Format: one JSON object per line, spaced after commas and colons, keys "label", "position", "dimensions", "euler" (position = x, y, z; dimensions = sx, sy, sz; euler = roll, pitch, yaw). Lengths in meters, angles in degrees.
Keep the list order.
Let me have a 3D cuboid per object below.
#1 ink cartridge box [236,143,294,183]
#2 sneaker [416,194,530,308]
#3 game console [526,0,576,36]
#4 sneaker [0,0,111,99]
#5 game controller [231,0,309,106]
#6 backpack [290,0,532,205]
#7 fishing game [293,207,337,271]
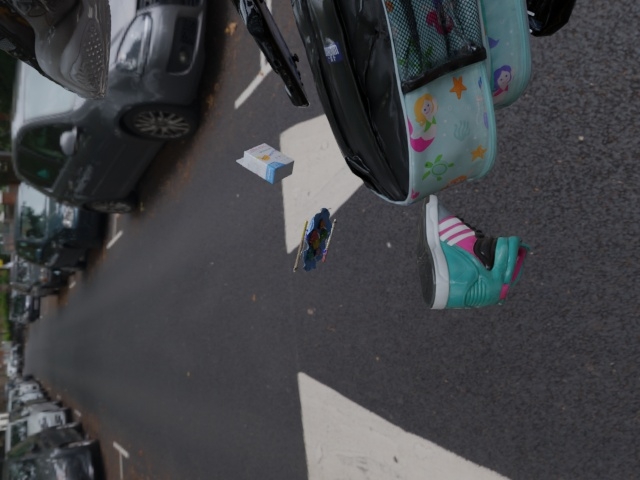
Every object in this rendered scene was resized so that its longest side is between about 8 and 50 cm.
{"label": "ink cartridge box", "position": [-0.195, -0.278, 1.672], "dimensions": [0.181, 0.104, 0.061], "euler": [32, 132, 23]}
{"label": "sneaker", "position": [0.270, 0.014, 0.854], "dimensions": [0.295, 0.178, 0.123], "euler": [-81, -5, -53]}
{"label": "game console", "position": [0.343, -0.559, 0.940], "dimensions": [0.361, 0.044, 0.213], "euler": [40, 159, 24]}
{"label": "sneaker", "position": [-0.251, -0.185, 0.336], "dimensions": [0.268, 0.153, 0.101], "euler": [132, 140, -80]}
{"label": "game controller", "position": [-0.090, -0.390, 0.951], "dimensions": [0.067, 0.319, 0.166], "euler": [-31, 73, 6]}
{"label": "backpack", "position": [0.085, -0.170, 0.482], "dimensions": [0.225, 0.191, 0.253], "euler": [-134, 28, -67]}
{"label": "fishing game", "position": [0.000, 0.000, 1.319], "dimensions": [0.041, 0.264, 0.189], "euler": [17, 95, 17]}
